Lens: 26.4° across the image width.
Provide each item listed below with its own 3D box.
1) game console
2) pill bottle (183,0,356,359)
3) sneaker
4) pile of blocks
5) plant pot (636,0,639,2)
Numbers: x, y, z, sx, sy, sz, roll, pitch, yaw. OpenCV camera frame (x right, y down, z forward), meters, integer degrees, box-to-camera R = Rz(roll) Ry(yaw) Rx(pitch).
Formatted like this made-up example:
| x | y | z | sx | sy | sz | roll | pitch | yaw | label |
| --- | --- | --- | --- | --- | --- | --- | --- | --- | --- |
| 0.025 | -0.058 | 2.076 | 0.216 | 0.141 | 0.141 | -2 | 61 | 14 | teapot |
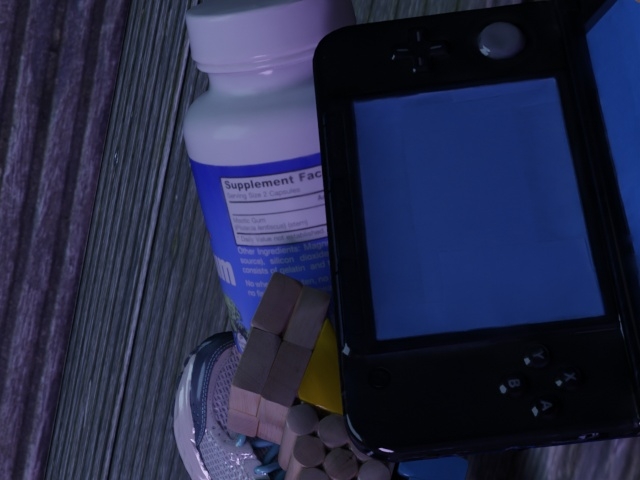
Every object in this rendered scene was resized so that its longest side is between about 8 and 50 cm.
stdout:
| x | y | z | sx | sy | sz | roll | pitch | yaw | label |
| --- | --- | --- | --- | --- | --- | --- | --- | --- | --- |
| 0.121 | -0.057 | 0.723 | 0.173 | 0.250 | 0.293 | 79 | -175 | -57 | game console |
| -0.010 | -0.039 | 0.954 | 0.152 | 0.152 | 0.272 | -142 | 37 | -68 | pill bottle |
| -0.016 | 0.199 | 1.035 | 0.122 | 0.110 | 0.283 | -11 | 100 | 55 | sneaker |
| 0.046 | 0.194 | 0.853 | 0.112 | 0.149 | 0.362 | 103 | 149 | -64 | pile of blocks |
| 0.241 | -0.157 | 0.388 | 0.212 | 0.212 | 0.187 | 144 | 142 | -64 | plant pot |
